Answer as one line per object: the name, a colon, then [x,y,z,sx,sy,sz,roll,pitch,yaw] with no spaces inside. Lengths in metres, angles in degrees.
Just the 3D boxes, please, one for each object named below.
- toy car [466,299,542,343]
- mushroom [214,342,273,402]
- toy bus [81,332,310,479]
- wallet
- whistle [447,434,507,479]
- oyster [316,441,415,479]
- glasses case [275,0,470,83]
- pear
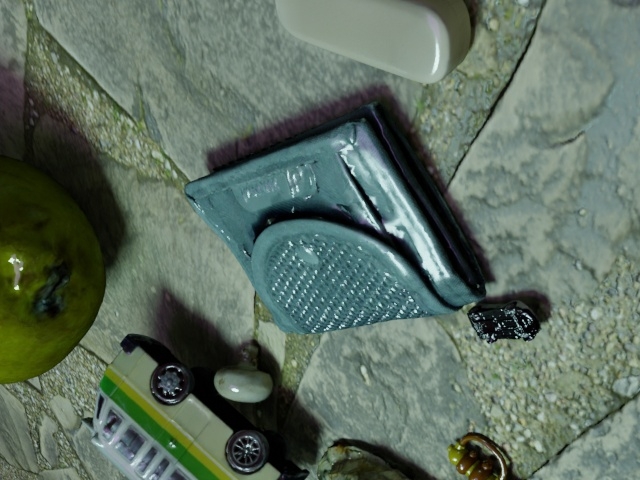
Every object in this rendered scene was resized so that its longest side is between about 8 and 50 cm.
toy car: [0.188,0.081,1.051,0.093,0.025,0.041,-11,114,54]
mushroom: [-0.102,0.179,1.412,0.085,0.085,0.079,2,86,45]
toy bus: [-0.187,0.284,1.454,0.305,0.179,0.143,39,180,15]
wallet: [0.000,0.000,1.143,0.342,0.075,0.237,-15,113,51]
whistle: [0.192,0.271,1.202,0.109,0.046,0.057,44,158,18]
oyster: [0.077,0.371,1.372,0.259,0.092,0.198,10,124,45]
glasses case: [0.043,-0.204,0.935,0.196,0.050,0.083,26,140,29]
pear: [-0.492,0.037,1.468,0.413,0.352,0.352,-7,117,32]
